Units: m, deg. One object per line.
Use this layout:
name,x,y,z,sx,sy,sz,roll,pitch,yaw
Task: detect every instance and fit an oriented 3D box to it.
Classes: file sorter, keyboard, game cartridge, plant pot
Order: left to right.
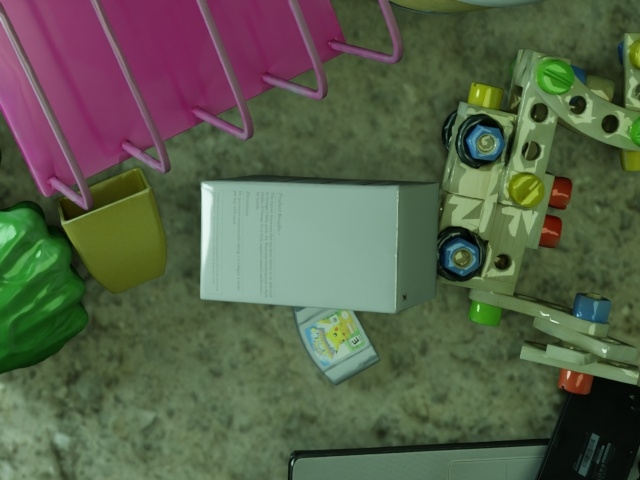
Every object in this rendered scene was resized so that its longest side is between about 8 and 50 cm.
plant pot,-0.173,-0.003,1.453,0.081,0.081,0.083,-23,109,-6
file sorter,-0.112,-0.174,1.319,0.291,0.182,0.202,-27,109,-14
game cartridge,0.012,0.086,1.521,0.056,0.017,0.083,-29,99,-1
keyboard,0.254,0.204,1.523,0.108,0.023,0.180,27,61,-1

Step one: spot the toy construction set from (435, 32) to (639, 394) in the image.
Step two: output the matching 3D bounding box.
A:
toy construction set,0.209,-0.033,1.481,0.215,0.151,0.327,11,83,-10

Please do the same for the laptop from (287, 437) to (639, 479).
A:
laptop,0.182,0.392,1.431,0.382,0.236,0.407,0,95,-22

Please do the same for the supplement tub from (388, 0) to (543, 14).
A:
supplement tub,0.125,-0.303,1.338,0.241,0.331,0.241,-1,96,-9

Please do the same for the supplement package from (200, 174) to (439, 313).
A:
supplement package,0.000,0.000,1.429,0.179,0.105,0.105,4,95,22

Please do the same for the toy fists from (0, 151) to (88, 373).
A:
toy fists,-0.306,-0.015,1.424,0.142,0.096,0.279,-33,101,6
